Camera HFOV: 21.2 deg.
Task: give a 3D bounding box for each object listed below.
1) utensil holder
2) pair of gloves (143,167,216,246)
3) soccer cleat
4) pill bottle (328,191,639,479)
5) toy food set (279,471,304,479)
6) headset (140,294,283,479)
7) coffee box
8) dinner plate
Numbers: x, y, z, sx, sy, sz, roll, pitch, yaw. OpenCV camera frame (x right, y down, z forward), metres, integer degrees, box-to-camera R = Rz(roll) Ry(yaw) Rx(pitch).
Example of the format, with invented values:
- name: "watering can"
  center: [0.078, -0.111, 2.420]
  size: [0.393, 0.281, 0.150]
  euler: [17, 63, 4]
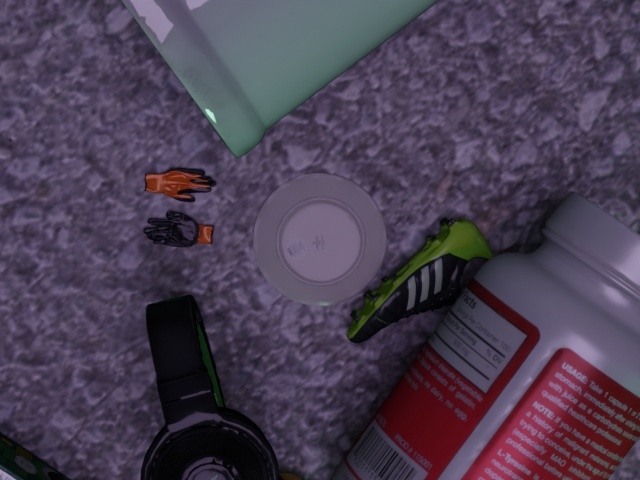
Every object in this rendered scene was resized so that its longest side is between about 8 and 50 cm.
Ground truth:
- name: "utensil holder"
  center: [-0.020, -0.319, 1.595]
  size: [0.385, 0.327, 0.327]
  euler: [-36, 99, -2]
- name: "pair of gloves"
  center: [-0.146, -0.034, 1.776]
  size: [0.074, 0.010, 0.083]
  euler: [1, 101, -6]
- name: "soccer cleat"
  center: [0.104, 0.053, 1.784]
  size: [0.179, 0.060, 0.072]
  euler: [-43, 100, 0]
- name: "pill bottle"
  center: [0.203, 0.164, 1.721]
  size: [0.229, 0.229, 0.408]
  euler: [35, 94, -8]
- name: "toy food set"
  center: [-0.054, 0.307, 1.792]
  size: [0.192, 0.038, 0.132]
  euler: [41, 77, 16]
- name: "headset"
  center: [-0.126, 0.252, 1.665]
  size: [0.185, 0.243, 0.394]
  euler: [-16, 71, -2]
- name: "coffee box"
  center: [-0.284, 0.265, 1.757]
  size: [0.184, 0.113, 0.040]
  euler: [36, 93, -10]
- name: "dinner plate"
  center: [0.000, 0.000, 1.790]
  size: [0.141, 0.017, 0.141]
  euler: [0, 98, -3]
